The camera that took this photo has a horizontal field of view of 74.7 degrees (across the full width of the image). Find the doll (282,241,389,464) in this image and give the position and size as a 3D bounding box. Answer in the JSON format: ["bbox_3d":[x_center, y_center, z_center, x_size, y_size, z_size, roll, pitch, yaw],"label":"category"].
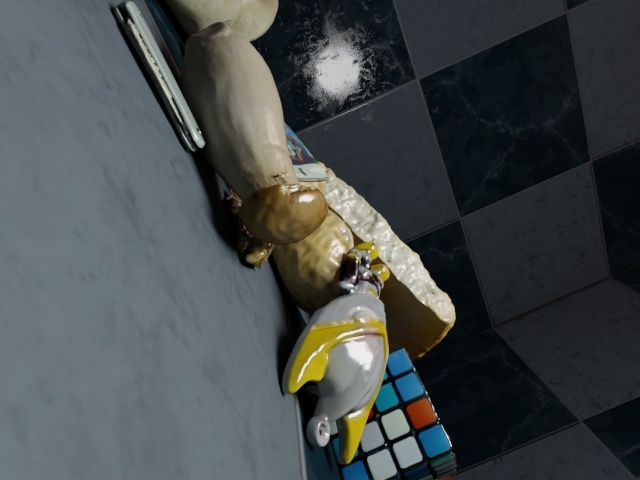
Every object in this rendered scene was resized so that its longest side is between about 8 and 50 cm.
[{"bbox_3d":[0.043,0.129,0.570,0.316,0.103,0.146,-67,159,-50],"label":"doll"}]

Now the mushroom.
[{"bbox_3d":[-0.098,-0.149,0.539,0.350,0.128,0.128,64,1,23],"label":"mushroom"}]

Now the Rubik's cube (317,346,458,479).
[{"bbox_3d":[0.099,0.279,0.621,0.155,0.151,0.154,65,1,-50],"label":"Rubik's cube"}]

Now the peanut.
[{"bbox_3d":[-0.027,-0.019,0.754,0.140,0.153,0.326,68,6,-65],"label":"peanut"}]

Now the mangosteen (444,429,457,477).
[{"bbox_3d":[0.240,0.543,1.089,0.230,0.194,0.194,35,-23,49],"label":"mangosteen"}]

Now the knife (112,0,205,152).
[{"bbox_3d":[-0.172,-0.174,0.455,0.044,0.023,0.162,-115,-179,-73],"label":"knife"}]

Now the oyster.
[{"bbox_3d":[-0.086,-0.016,0.563,0.148,0.051,0.103,-97,160,-45],"label":"oyster"}]

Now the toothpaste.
[{"bbox_3d":[-0.127,-0.225,0.684,0.098,0.061,0.392,-9,51,-48],"label":"toothpaste"}]

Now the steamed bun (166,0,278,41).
[{"bbox_3d":[-0.207,-0.559,0.798,0.368,0.254,0.343,66,-1,-74],"label":"steamed bun"}]

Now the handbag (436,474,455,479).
[{"bbox_3d":[0.147,0.391,0.866,0.260,0.084,0.275,47,2,0],"label":"handbag"}]

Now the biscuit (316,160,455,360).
[{"bbox_3d":[0.099,0.093,0.960,0.429,0.104,0.446,43,-29,24],"label":"biscuit"}]
